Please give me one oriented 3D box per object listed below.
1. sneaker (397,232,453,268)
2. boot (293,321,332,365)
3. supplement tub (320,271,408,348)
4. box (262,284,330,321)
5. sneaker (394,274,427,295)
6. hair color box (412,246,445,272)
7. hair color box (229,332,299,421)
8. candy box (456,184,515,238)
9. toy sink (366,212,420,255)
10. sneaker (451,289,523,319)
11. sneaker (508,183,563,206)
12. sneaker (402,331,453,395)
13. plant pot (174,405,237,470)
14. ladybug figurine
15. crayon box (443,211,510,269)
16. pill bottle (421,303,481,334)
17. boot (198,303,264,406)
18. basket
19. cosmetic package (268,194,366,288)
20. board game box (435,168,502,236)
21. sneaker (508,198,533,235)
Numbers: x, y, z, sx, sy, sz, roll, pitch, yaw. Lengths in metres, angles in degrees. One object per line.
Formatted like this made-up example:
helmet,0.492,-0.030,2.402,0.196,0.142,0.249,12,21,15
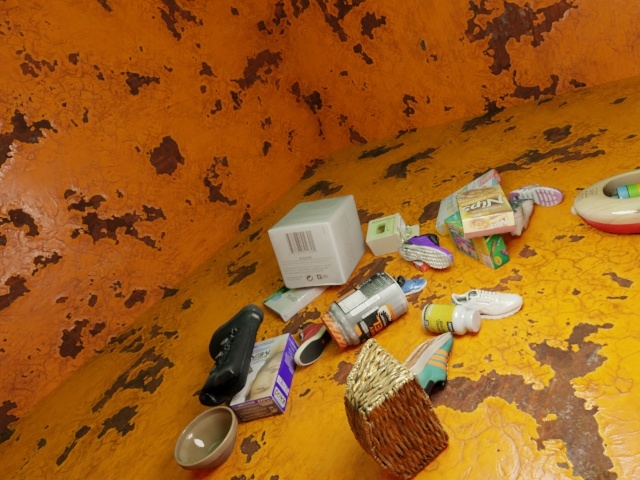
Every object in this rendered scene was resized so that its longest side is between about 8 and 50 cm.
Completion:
sneaker,0.480,0.026,1.947,0.146,0.102,0.293,-38,27,-21
boot,-0.064,0.425,1.859,0.176,0.088,0.244,-6,23,42
supplement tub,0.170,0.279,1.760,0.316,0.193,0.193,-32,23,-8
box,-0.118,0.267,2.276,0.322,0.058,0.232,-36,24,-22
sneaker,0.369,0.180,1.883,0.152,0.084,0.058,-23,23,10
hair color box,0.493,0.081,2.003,0.141,0.043,0.072,-33,24,-8
hair color box,-0.210,0.533,1.765,0.185,0.110,0.338,-20,26,18
candy box,0.649,-0.120,1.774,0.183,0.087,0.316,-11,22,17
toy sink,0.364,-0.038,2.241,0.234,0.131,0.152,-13,42,29
sneaker,0.581,0.216,1.563,0.235,0.094,0.090,-14,25,27
sneaker,0.984,-0.213,2.020,0.105,0.095,0.236,-33,21,-30
sneaker,0.357,0.403,1.433,0.302,0.121,0.108,-26,-7,-45
plant pot,-0.383,0.716,1.571,0.238,0.109,0.237,-22,24,10
ladybug figurine,1.146,-0.135,1.578,0.450,0.161,0.305,-10,28,35
crayon box,0.645,-0.005,1.858,0.081,0.165,0.278,-31,24,-7
pill bottle,0.458,0.276,1.561,0.184,0.103,0.103,-5,32,44
boot,-0.395,0.511,1.843,0.367,0.146,0.445,-52,16,23
basket,0.173,0.470,1.229,0.214,0.299,0.223,-36,26,-13
cosmetic package,0.000,0.000,2.251,0.330,0.327,0.393,-7,22,26
board game box,0.703,-0.177,2.120,0.317,0.064,0.242,-34,21,43
sneaker,0.850,-0.104,1.921,0.111,0.129,0.297,-8,12,42
